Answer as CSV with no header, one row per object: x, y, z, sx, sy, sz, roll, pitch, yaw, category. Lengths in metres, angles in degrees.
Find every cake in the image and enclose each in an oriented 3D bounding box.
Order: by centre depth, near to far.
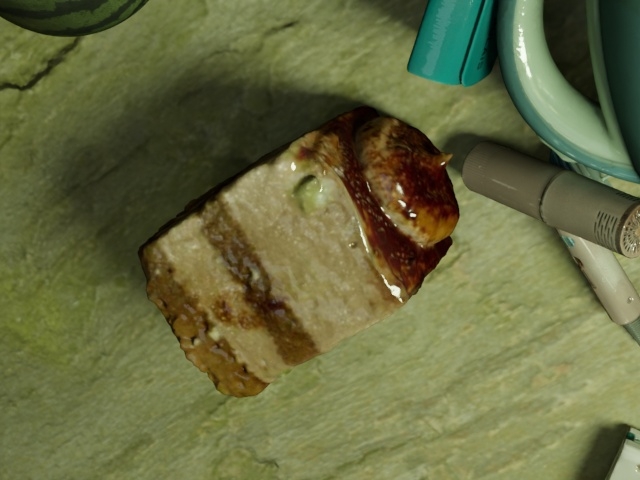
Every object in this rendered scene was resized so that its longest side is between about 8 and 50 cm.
0.000,0.000,1.118,0.293,0.199,0.196,-28,96,27,cake

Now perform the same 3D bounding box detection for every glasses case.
0.159,-0.281,0.980,0.070,0.117,0.301,25,119,10,glasses case

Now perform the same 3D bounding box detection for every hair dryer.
0.247,0.010,1.098,0.195,0.053,0.220,30,162,46,hair dryer

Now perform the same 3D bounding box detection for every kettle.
0.297,-0.179,0.910,0.319,0.247,0.342,16,127,22,kettle

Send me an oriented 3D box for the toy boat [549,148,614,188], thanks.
0.271,-0.093,1.059,0.105,0.034,0.149,34,120,3,toy boat

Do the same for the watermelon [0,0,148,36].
-0.240,-0.294,1.083,0.212,0.212,0.212,8,114,19,watermelon

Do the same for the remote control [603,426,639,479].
0.316,0.330,1.206,0.103,0.055,0.277,22,116,12,remote control
